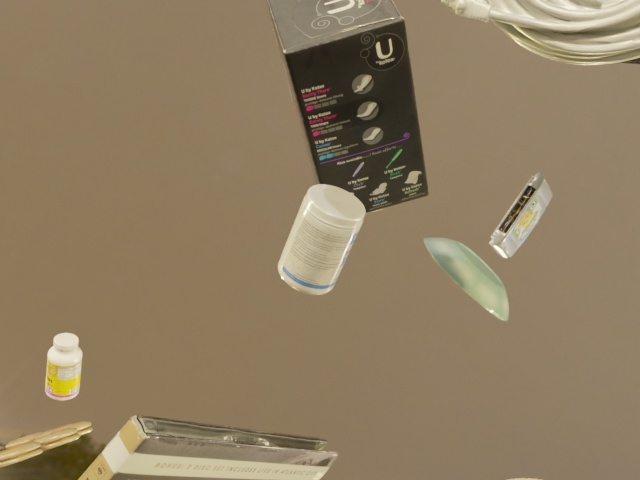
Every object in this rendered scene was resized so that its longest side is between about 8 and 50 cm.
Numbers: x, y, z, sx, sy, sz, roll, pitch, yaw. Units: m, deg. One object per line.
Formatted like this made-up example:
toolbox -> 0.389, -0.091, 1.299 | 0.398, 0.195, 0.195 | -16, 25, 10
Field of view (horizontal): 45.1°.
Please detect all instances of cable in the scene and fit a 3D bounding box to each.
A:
cable -> 0.251, -0.286, 0.680 | 0.257, 0.089, 0.257 | 29, -66, 8

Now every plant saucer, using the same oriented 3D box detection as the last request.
plant saucer -> 0.256, 0.052, 1.294 | 0.195, 0.195, 0.037 | 34, -73, -27

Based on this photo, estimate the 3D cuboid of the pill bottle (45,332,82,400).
pill bottle -> -0.333, 0.163, 1.002 | 0.043, 0.043, 0.083 | 14, -66, 4

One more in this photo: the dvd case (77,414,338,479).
dvd case -> -0.105, 0.184, 0.416 | 0.018, 0.221, 0.164 | 47, 12, 35

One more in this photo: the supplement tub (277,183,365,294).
supplement tub -> 0.000, 0.000, 0.856 | 0.071, 0.071, 0.107 | 20, -59, -6

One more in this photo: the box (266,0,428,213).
box -> 0.037, -0.182, 0.975 | 0.143, 0.165, 0.270 | -16, -45, 0

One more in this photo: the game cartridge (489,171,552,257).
game cartridge -> 0.199, -0.023, 0.760 | 0.017, 0.083, 0.056 | 35, 2, 27

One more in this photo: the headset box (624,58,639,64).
headset box -> 0.480, -0.341, 0.952 | 0.246, 0.131, 0.283 | 17, -65, 38

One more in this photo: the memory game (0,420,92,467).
memory game -> -0.272, 0.175, 0.604 | 0.186, 0.012, 0.186 | -18, -6, -2

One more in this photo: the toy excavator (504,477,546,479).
toy excavator -> 0.262, 0.385, 0.573 | 0.445, 0.433, 0.222 | 10, -60, 31
